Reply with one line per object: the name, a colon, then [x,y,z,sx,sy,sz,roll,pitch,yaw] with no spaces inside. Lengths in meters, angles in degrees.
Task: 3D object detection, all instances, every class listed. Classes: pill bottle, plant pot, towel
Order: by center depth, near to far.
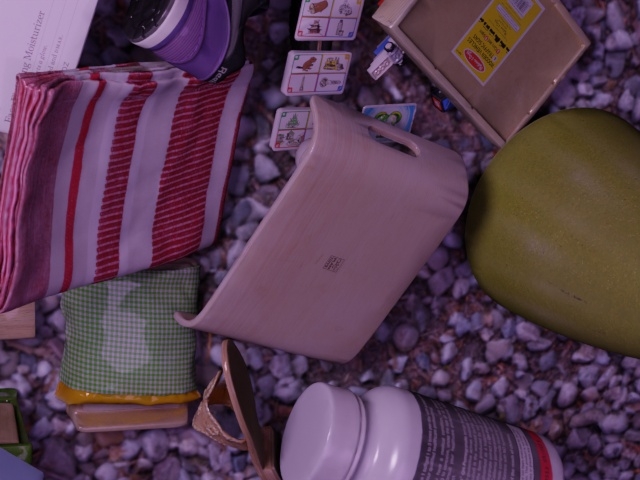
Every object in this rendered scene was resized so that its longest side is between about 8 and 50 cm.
towel: [-0.192,-0.066,1.287,0.329,0.037,0.237,-18,127,-53]
plant pot: [0.354,0.022,1.445,0.274,0.293,0.275,-9,115,-20]
pill bottle: [0.119,0.277,1.528,0.318,0.176,0.176,20,99,-22]

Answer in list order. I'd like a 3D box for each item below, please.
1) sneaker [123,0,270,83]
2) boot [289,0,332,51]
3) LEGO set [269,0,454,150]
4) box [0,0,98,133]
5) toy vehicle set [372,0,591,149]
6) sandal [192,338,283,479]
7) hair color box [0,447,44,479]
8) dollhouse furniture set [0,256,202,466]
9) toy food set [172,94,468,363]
sneaker: [-0.105,-0.289,1.299,0.124,0.107,0.283,32,62,-34]
boot: [0.042,-0.271,1.402,0.137,0.077,0.198,-1,107,-22]
LEGO set: [0.057,-0.196,1.416,0.244,0.060,0.182,-7,124,-32]
box: [-0.302,-0.207,1.250,0.119,0.182,0.181,15,101,-21]
toy vehicle set: [0.188,-0.236,1.424,0.166,0.035,0.267,-50,135,1]
sandal: [-0.108,0.215,1.473,0.079,0.088,0.240,-12,133,10]
hair color box: [-0.444,0.347,1.266,0.113,0.185,0.374,38,130,-24]
dollhouse furniture set: [-0.265,0.134,1.378,0.301,0.151,0.198,-1,106,-17]
toy food set: [0.000,0.000,1.422,0.219,0.092,0.306,18,117,-35]
